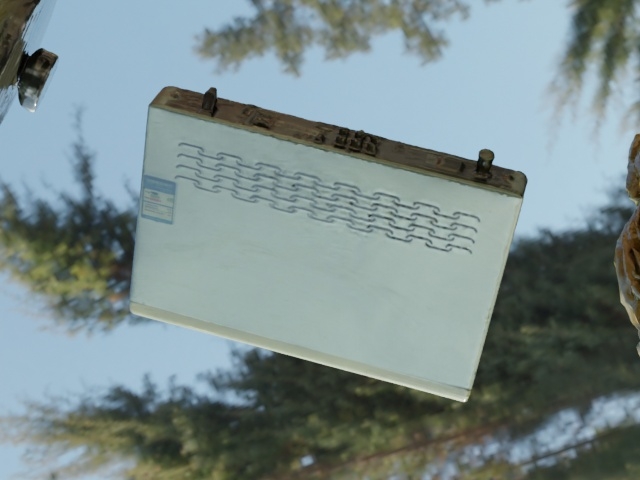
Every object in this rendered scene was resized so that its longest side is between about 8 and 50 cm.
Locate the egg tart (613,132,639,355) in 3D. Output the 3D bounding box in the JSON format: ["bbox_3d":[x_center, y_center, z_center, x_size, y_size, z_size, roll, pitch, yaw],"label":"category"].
[{"bbox_3d":[0.210,0.021,0.589,0.212,0.090,0.212,23,-120,-46],"label":"egg tart"}]

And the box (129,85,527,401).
[{"bbox_3d":[0.000,0.000,0.982,0.045,0.270,0.210,-66,-13,-58],"label":"box"}]

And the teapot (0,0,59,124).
[{"bbox_3d":[-0.392,-0.223,1.211,0.337,0.200,0.270,26,-157,-8],"label":"teapot"}]
